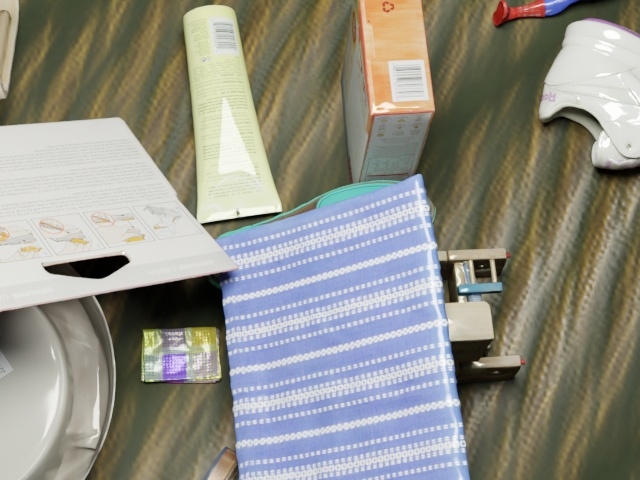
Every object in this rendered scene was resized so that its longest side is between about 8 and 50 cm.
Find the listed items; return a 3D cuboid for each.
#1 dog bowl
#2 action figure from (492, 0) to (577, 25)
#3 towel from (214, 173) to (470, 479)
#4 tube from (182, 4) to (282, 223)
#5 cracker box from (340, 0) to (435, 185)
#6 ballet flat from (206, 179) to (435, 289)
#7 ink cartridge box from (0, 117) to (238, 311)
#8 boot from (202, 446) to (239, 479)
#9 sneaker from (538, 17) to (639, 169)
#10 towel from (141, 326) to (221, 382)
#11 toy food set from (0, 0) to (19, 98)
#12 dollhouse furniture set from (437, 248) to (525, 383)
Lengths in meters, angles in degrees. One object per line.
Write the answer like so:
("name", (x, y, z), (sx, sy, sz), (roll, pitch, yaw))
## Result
("dog bowl", (-0.371, 0.156, 1.264), (0.349, 0.102, 0.348), (1, 71, -3))
("action figure", (0.338, -0.322, 1.455), (0.280, 0.139, 0.091), (-10, 72, -9))
("towel", (0.011, 0.127, 1.185), (0.243, 0.040, 0.336), (-17, 71, 30))
("tube", (-0.108, -0.138, 1.410), (0.070, 0.062, 0.240), (-21, 72, 36))
("cracker box", (0.066, -0.151, 1.325), (0.067, 0.232, 0.155), (-3, 71, -5))
("ballet flat", (0.000, 0.000, 1.340), (0.247, 0.087, 0.083), (-16, 71, 2))
("ink cartridge box", (-0.270, -0.013, 1.237), (0.296, 0.066, 0.261), (-9, 46, -38))
("boot", (-0.095, 0.316, 1.230), (0.106, 0.082, 0.219), (24, 69, 9))
("sneaker", (0.385, -0.121, 1.410), (0.305, 0.114, 0.152), (28, 85, 12))
("towel", (-0.145, 0.119, 1.336), (0.083, 0.009, 0.060), (0, 71, -3))
("toy food set", (-0.436, -0.224, 1.333), (0.220, 0.092, 0.306), (-7, 32, -5))
("dollhouse furniture set", (0.140, 0.061, 1.277), (0.129, 0.183, 0.129), (-3, 71, -4))
